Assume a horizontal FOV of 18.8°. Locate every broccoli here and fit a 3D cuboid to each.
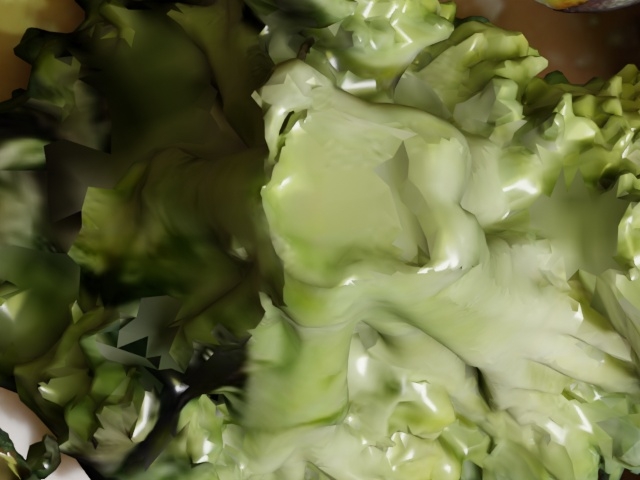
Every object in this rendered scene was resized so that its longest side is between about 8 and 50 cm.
[{"bbox_3d":[0.006,0.010,0.784,0.348,0.281,0.293,29,82,7],"label":"broccoli"}]

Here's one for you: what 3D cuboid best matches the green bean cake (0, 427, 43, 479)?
[{"bbox_3d":[-0.210,0.087,0.650,0.181,0.094,0.173,41,75,-9],"label":"green bean cake"}]

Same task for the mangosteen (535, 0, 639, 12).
[{"bbox_3d":[0.112,-0.181,0.868,0.180,0.166,0.166,-17,104,-59],"label":"mangosteen"}]
